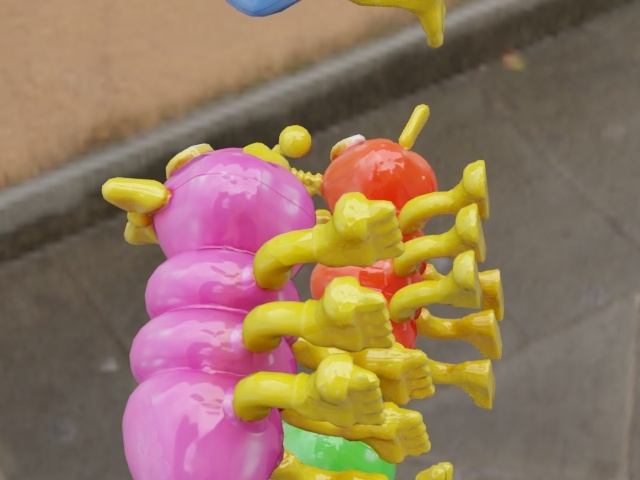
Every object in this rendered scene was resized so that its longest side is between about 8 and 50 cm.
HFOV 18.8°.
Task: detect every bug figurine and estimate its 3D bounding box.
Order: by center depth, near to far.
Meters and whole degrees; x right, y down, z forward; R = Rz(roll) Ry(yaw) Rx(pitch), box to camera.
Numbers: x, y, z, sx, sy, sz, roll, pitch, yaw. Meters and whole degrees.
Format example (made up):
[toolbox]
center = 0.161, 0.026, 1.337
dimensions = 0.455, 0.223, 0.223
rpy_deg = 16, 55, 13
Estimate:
[bug figurine]
center = 0.000, 0.000, 0.491
dimensions = 0.072, 0.279, 0.216
rpy_deg = 1, 58, 10
